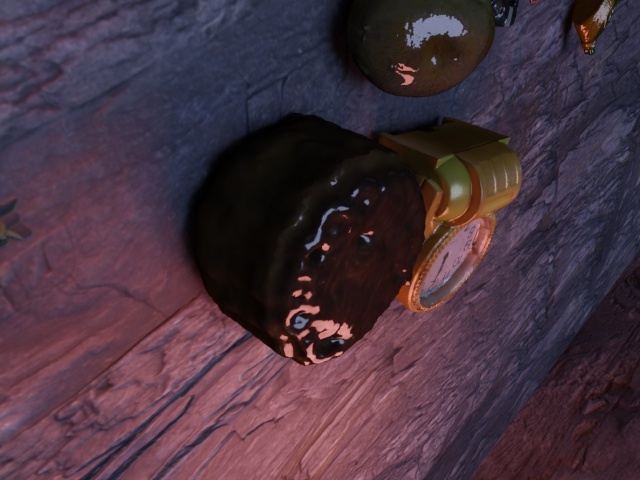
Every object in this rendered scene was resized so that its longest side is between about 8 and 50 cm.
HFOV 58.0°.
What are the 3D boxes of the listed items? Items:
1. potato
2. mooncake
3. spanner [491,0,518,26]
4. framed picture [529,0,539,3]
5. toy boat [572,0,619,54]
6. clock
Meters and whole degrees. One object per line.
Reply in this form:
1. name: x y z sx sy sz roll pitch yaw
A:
1. potato: 0.141 -0.293 0.805 0.235 0.160 0.178 -10 95 -32
2. mooncake: -0.002 0.001 0.792 0.324 0.187 0.324 -30 135 -36
3. spanner: 0.247 -0.357 0.992 0.316 0.024 0.087 -40 136 -24
4. framed picture: 0.278 -0.481 0.801 0.189 0.023 0.260 69 16 -51
5. toy boat: 0.614 -0.522 1.254 0.088 0.089 0.230 20 93 -38
6. clock: 0.199 -0.033 1.007 0.244 0.200 0.317 -19 134 -37
